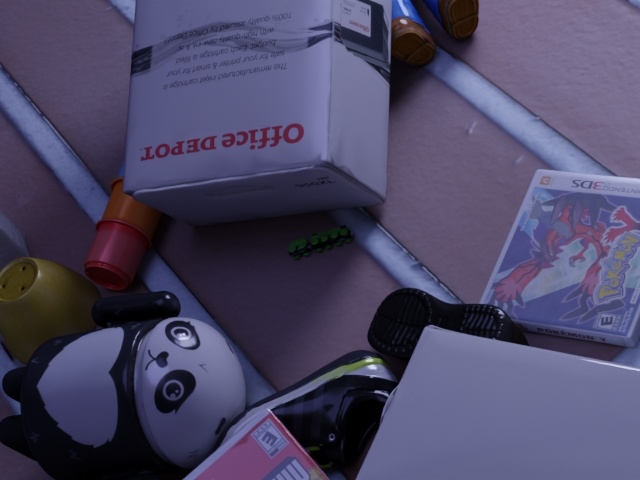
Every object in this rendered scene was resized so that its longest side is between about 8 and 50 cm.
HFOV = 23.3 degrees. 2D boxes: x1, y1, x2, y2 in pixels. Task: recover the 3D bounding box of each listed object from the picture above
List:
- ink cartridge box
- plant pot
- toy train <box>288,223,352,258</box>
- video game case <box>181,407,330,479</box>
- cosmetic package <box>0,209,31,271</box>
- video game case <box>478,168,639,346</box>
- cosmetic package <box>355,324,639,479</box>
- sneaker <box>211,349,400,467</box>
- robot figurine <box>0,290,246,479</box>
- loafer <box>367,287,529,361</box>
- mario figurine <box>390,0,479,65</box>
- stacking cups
[{"bbox_3d":[-0.072,-0.233,1.885,0.285,0.166,0.395,-6,71,28],"label":"ink cartridge box"},{"bbox_3d":[-0.355,0.075,1.930,0.134,0.095,0.134,-16,48,19],"label":"plant pot"},{"bbox_3d":[0.000,0.000,1.843,0.083,0.017,0.024,-18,37,16],"label":"toy train"},{"bbox_3d":[-0.044,0.332,1.539,0.204,0.025,0.285,-41,62,-4],"label":"video game case"},{"bbox_3d":[-0.512,0.040,2.050,0.239,0.099,0.060,-30,43,5],"label":"cosmetic package"},{"bbox_3d":[0.282,0.014,1.664,0.183,0.023,0.201,7,59,34],"label":"video game case"},{"bbox_3d":[0.238,0.220,1.431,0.365,0.155,0.197,10,60,36],"label":"cosmetic package"},{"bbox_3d":[-0.010,0.204,1.636,0.234,0.084,0.097,-36,46,0],"label":"sneaker"},{"bbox_3d":[-0.219,0.177,1.713,0.278,0.209,0.173,-11,10,23],"label":"robot figurine"},{"bbox_3d":[0.134,0.107,1.642,0.220,0.078,0.080,10,69,54],"label":"loafer"},{"bbox_3d":[0.069,-0.377,1.993,0.198,0.170,0.320,-11,48,-24],"label":"mario figurine"},{"bbox_3d":[-0.219,-0.088,1.985,0.096,0.096,0.316,-1,55,29],"label":"stacking cups"}]
